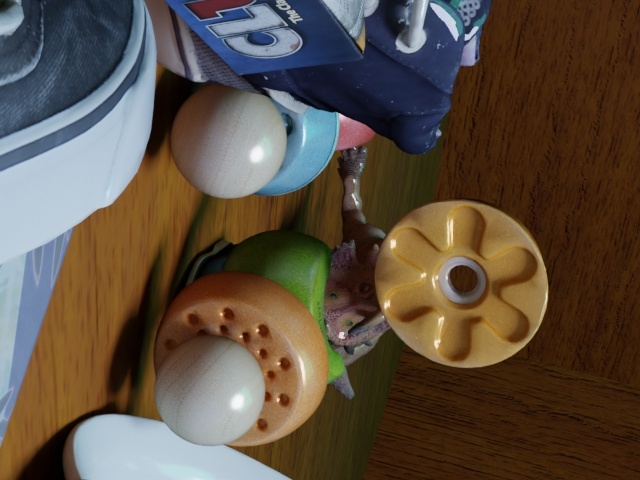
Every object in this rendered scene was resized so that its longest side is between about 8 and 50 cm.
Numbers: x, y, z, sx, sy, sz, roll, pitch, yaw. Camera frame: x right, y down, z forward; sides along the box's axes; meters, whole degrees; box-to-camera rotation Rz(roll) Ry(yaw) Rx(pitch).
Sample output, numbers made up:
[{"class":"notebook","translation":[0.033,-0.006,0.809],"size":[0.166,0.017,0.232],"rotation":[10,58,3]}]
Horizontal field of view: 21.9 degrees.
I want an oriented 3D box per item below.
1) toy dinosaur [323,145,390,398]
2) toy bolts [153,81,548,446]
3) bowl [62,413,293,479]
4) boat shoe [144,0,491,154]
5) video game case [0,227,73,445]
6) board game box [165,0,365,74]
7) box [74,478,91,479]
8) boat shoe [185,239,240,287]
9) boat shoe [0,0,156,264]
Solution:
[{"class":"toy dinosaur","translation":[0.013,0.061,1.403],"size":[0.200,0.127,0.296],"rotation":[-59,175,-43]},{"class":"toy bolts","translation":[0.000,0.000,0.901],"size":[0.158,0.218,0.229],"rotation":[-44,126,-65]},{"class":"bowl","translation":[-0.034,0.226,0.841],"size":[0.134,0.298,0.298],"rotation":[-58,175,7]},{"class":"boat shoe","translation":[-0.001,-0.144,0.658],"size":[0.340,0.158,0.127],"rotation":[78,36,-74]},{"class":"video game case","translation":[-0.124,-0.002,0.572],"size":[0.201,0.023,0.183],"rotation":[80,25,-73]},{"class":"board game box","translation":[-0.032,-0.189,0.437],"size":[0.165,0.042,0.243],"rotation":[42,46,-62]},{"class":"box","translation":[-0.114,0.206,0.348],"size":[0.262,0.126,0.231],"rotation":[-40,117,-78]},{"class":"boat shoe","translation":[-0.061,0.033,1.059],"size":[0.133,0.042,0.049],"rotation":[-51,157,-70]},{"class":"boat shoe","translation":[-0.107,-0.051,0.326],"size":[0.301,0.108,0.102],"rotation":[-41,147,-65]}]
